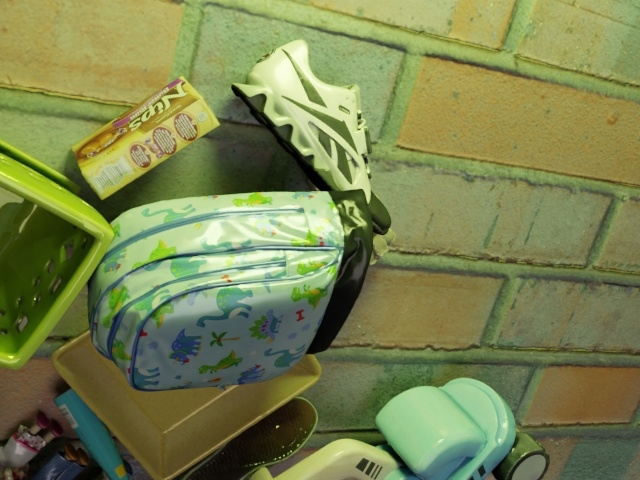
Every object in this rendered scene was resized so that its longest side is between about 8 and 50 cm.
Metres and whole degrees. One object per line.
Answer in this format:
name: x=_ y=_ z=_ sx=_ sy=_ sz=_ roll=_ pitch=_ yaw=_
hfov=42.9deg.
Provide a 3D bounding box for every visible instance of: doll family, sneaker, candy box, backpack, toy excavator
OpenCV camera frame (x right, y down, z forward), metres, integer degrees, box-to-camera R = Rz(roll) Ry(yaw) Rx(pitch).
doll family: x=-0.423 y=0.405 z=1.296 sx=0.163 sy=0.118 sz=0.263 roll=-44 pitch=125 yaw=1
sneaker: x=-0.139 y=0.375 z=1.448 sx=0.290 sy=0.123 sz=0.106 roll=-30 pitch=83 yaw=-25
candy box: x=-0.239 y=-0.141 z=1.106 sx=0.186 sy=0.109 sz=0.053 roll=-35 pitch=124 yaw=-5
sneaker: x=0.029 y=-0.151 z=1.207 sx=0.146 sy=0.122 sz=0.330 roll=-44 pitch=116 yaw=-7
backpack: x=-0.134 y=0.066 z=1.098 sx=0.355 sy=0.273 sz=0.290 roll=11 pitch=136 yaw=-16
toy excavator: x=0.131 y=0.400 z=1.478 sx=0.433 sy=0.222 sz=0.445 roll=-48 pitch=128 yaw=3

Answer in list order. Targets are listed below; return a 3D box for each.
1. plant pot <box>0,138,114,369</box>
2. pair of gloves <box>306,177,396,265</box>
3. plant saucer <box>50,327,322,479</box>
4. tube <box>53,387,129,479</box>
plant pot: x=-0.427 y=-0.011 z=1.026 sx=0.228 sy=0.207 sz=0.227 roll=32 pitch=99 yaw=-34
pair of gloves: x=0.000 y=0.000 z=1.331 sx=0.240 sy=0.042 sz=0.204 roll=-45 pitch=119 yaw=-6
plant saucer: x=-0.206 y=0.184 z=1.309 sx=0.332 sy=0.081 sz=0.333 roll=-33 pitch=124 yaw=-7
tube: x=-0.342 y=0.321 z=1.271 sx=0.052 sy=0.080 sz=0.207 roll=-30 pitch=93 yaw=-14
